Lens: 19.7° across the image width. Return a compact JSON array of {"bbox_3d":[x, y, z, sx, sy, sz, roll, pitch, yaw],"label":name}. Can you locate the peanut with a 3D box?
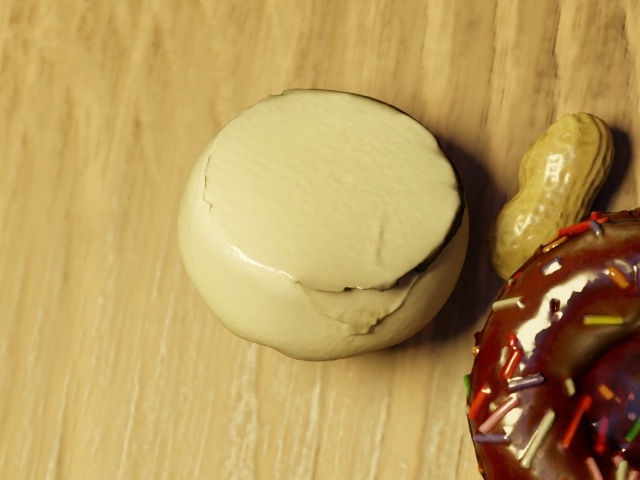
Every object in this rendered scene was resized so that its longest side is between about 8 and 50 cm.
[{"bbox_3d":[0.137,-0.026,1.106,0.054,0.054,0.113,30,89,19],"label":"peanut"}]

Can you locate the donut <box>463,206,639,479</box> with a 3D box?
[{"bbox_3d":[0.180,0.091,1.030,0.216,0.096,0.230,-6,87,17],"label":"donut"}]

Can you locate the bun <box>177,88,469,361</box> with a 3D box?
[{"bbox_3d":[0.000,0.000,1.098,0.172,0.120,0.173,3,52,-4],"label":"bun"}]
